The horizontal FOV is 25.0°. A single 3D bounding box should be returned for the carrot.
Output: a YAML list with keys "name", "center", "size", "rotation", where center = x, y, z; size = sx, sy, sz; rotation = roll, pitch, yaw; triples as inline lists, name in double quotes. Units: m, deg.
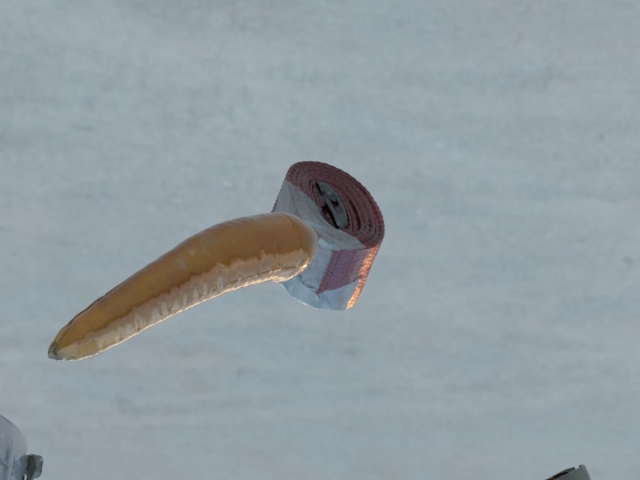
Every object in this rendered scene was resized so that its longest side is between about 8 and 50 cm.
- name: "carrot"
  center: [-0.096, 0.026, 1.115]
  size: [0.066, 0.062, 0.271]
  rotation: [-21, 180, 45]

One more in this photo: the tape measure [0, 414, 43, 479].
- name: "tape measure"
  center: [-0.372, 0.165, 1.180]
  size: [0.197, 0.120, 0.236]
  rotation: [-8, 148, 19]

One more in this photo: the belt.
- name: "belt"
  center: [0.000, 0.000, 1.798]
  size: [0.128, 0.201, 0.124]
  rotation: [12, 120, -19]

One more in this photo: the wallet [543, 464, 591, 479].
- name: "wallet"
  center: [0.253, 0.315, 1.351]
  size: [0.031, 0.198, 0.110]
  rotation: [-21, 172, 29]
